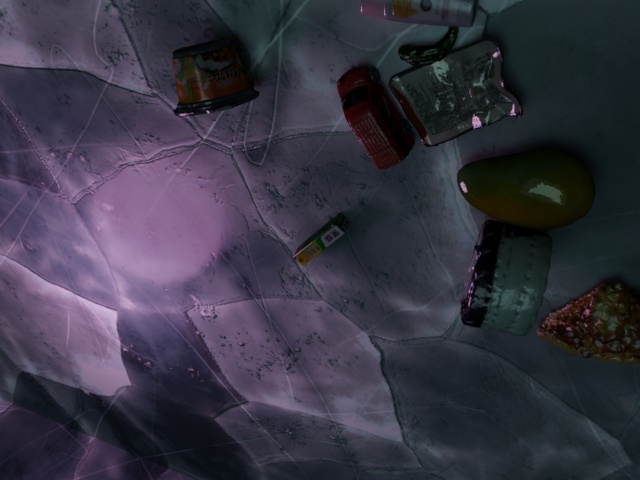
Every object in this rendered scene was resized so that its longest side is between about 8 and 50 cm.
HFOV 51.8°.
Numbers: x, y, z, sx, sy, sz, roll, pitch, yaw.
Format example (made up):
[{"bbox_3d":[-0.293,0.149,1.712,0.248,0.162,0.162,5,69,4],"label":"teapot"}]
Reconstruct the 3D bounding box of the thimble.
[{"bbox_3d":[0.367,0.082,1.324,0.150,0.237,0.237,14,133,11],"label":"thimble"}]

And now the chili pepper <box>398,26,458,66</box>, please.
[{"bbox_3d":[0.192,-0.340,1.171,0.117,0.035,0.056,-19,86,36],"label":"chili pepper"}]

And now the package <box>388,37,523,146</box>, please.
[{"bbox_3d":[0.252,-0.269,1.215,0.231,0.040,0.166,-14,117,45],"label":"package"}]

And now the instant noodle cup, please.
[{"bbox_3d":[-0.221,-0.332,1.321,0.208,0.177,0.126,20,127,55],"label":"instant noodle cup"}]

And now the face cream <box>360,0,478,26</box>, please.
[{"bbox_3d":[0.165,-0.409,1.118,0.198,0.057,0.084,13,132,16],"label":"face cream"}]

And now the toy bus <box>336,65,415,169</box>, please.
[{"bbox_3d":[0.100,-0.238,1.277,0.081,0.089,0.195,-18,118,37],"label":"toy bus"}]

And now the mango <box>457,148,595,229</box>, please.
[{"bbox_3d":[0.382,-0.094,1.241,0.250,0.114,0.157,0,135,26],"label":"mango"}]

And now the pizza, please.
[{"bbox_3d":[0.608,0.178,1.386,0.289,0.081,0.229,10,131,22],"label":"pizza"}]

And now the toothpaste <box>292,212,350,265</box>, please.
[{"bbox_3d":[0.000,0.000,1.567,0.037,0.043,0.178,41,134,-11],"label":"toothpaste"}]
